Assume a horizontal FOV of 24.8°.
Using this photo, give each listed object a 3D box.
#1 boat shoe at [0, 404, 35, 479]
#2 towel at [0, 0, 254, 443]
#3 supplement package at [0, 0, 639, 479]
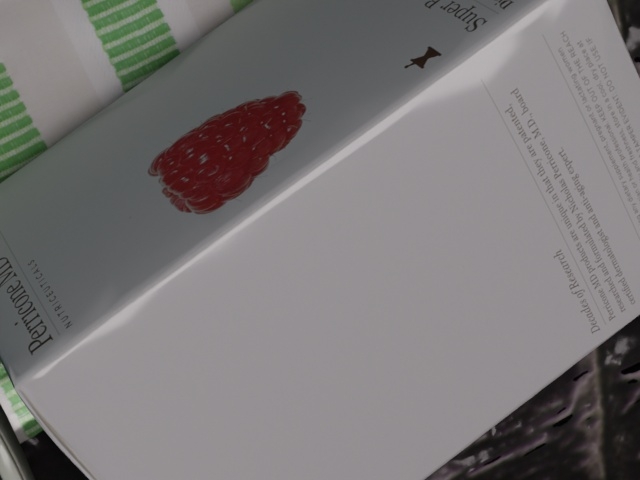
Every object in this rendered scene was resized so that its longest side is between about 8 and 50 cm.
[{"bbox_3d":[-0.173,0.166,0.749,0.079,0.095,0.254,-16,131,-9],"label":"boat shoe"},{"bbox_3d":[-0.096,-0.046,0.753,0.325,0.038,0.248,-29,122,-9],"label":"towel"},{"bbox_3d":[0.000,0.000,0.692,0.293,0.177,0.175,-37,123,-7],"label":"supplement package"}]
